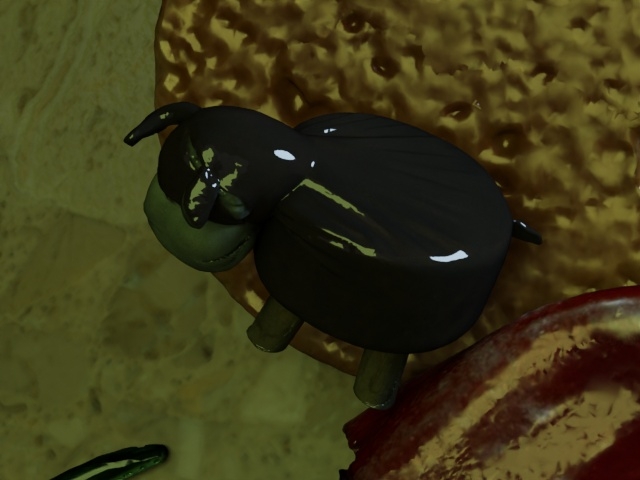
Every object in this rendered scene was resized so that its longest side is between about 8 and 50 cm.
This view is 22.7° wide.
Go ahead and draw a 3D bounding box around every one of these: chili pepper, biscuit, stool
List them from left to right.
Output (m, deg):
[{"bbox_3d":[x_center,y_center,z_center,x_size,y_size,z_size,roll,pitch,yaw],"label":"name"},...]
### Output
[{"bbox_3d":[0.000,0.000,0.805,0.125,0.217,0.121,-97,25,-49],"label":"stool"},{"bbox_3d":[0.065,-0.145,0.876,0.349,0.078,0.455,13,101,11],"label":"biscuit"},{"bbox_3d":[0.132,0.091,0.818,0.252,0.136,0.144,-41,54,15],"label":"chili pepper"}]

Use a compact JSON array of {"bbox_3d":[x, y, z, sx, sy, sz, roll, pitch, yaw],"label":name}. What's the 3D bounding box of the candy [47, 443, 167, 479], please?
[{"bbox_3d":[-0.238,0.196,0.975,0.323,0.097,0.097,-27,72,5],"label":"candy"}]
